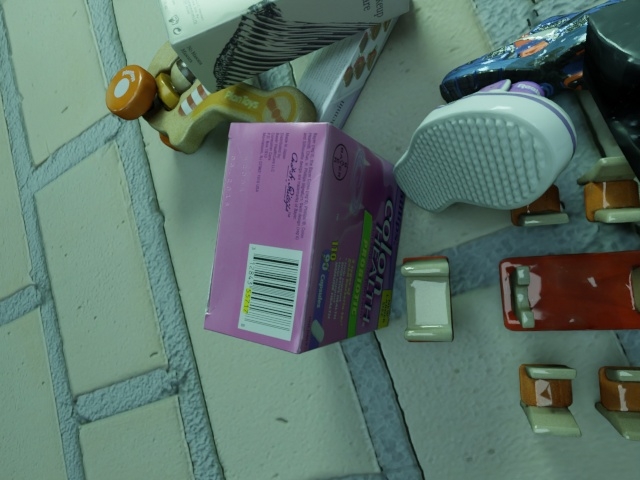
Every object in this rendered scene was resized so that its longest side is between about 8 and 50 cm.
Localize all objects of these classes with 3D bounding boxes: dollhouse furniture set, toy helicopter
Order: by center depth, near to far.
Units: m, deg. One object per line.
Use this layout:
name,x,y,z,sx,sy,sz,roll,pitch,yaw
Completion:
dollhouse furniture set,0.224,0.059,0.503,0.259,0.135,0.261,-3,85,16
toy helicopter,-0.138,-0.228,0.671,0.355,0.140,0.235,28,88,33

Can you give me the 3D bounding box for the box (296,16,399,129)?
box,0.015,-0.219,0.641,0.067,0.063,0.324,32,101,27

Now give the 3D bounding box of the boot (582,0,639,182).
boot,0.461,-0.106,0.272,0.445,0.146,0.367,-17,48,11

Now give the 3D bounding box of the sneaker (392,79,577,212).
sneaker,0.169,-0.114,0.434,0.161,0.282,0.102,-42,97,-3

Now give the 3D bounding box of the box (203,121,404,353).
box,0.000,0.000,0.533,0.117,0.243,0.213,8,89,27

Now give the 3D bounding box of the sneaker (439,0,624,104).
sneaker,0.247,-0.203,0.522,0.221,0.083,0.087,-7,50,34

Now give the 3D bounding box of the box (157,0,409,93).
box,-0.039,-0.285,0.533,0.275,0.113,0.094,-20,76,7
